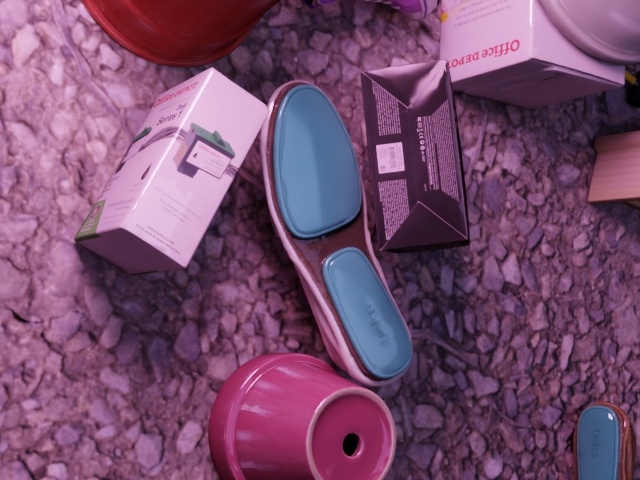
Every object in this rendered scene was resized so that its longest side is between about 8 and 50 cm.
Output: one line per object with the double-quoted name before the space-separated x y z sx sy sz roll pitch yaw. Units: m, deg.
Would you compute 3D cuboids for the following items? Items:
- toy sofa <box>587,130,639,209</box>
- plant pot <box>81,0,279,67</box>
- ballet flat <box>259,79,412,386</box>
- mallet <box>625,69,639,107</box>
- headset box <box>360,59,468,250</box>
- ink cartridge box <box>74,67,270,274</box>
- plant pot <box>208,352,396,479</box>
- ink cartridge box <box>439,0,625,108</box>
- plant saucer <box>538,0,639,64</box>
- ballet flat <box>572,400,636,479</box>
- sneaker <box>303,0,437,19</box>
"toy sofa" 0.633 -0.095 1.675 0.362 0.150 0.177 20 78 -29
"plant pot" -0.119 -0.362 1.155 0.272 0.265 0.273 3 85 -32
"ballet flat" 0.000 0.000 1.281 0.139 0.139 0.400 -21 93 -32
"mallet" 0.496 -0.300 1.679 0.189 0.039 0.062 37 69 -20
"headset box" 0.131 -0.096 1.303 0.110 0.293 0.218 -6 87 9
"ink cartridge box" -0.172 -0.076 1.158 0.092 0.160 0.219 35 67 -25
"plant pot" -0.010 0.238 1.221 0.201 0.180 0.201 4 83 -32
"ink cartridge box" 0.311 -0.354 1.467 0.197 0.198 0.270 7 82 -33
"plant saucer" 0.431 -0.449 1.377 0.400 0.100 0.401 3 84 -33
"ballet flat" 0.434 0.424 1.544 0.124 0.116 0.343 27 67 -48
"sneaker" 0.050 -0.356 1.345 0.161 0.102 0.282 -41 149 5
